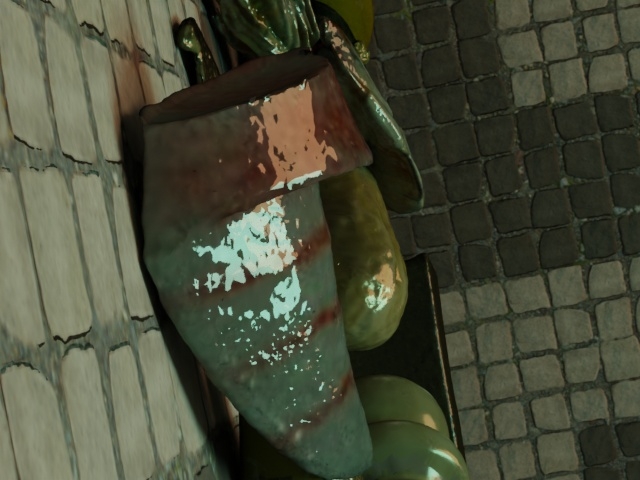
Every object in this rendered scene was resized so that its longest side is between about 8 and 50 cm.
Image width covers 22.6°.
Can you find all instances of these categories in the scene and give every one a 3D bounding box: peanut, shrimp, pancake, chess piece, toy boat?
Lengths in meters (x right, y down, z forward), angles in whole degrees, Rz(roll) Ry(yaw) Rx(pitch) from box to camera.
[{"bbox_3d":[0.000,0.000,1.359,0.129,0.129,0.224,73,3,-52],"label":"peanut"},{"bbox_3d":[-0.006,-0.152,1.400,0.247,0.085,0.360,40,-13,52],"label":"shrimp"},{"bbox_3d":[-0.079,-0.070,1.234,0.184,0.020,0.190,72,7,-59],"label":"pancake"},{"bbox_3d":[0.068,0.236,1.425,0.330,0.182,0.182,-103,180,-62],"label":"chess piece"},{"bbox_3d":[-0.026,0.038,0.996,0.206,0.096,0.282,-35,120,-49],"label":"toy boat"}]

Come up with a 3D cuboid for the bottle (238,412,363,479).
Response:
[{"bbox_3d":[-0.018,0.144,1.087,0.083,0.083,0.270,-85,161,-73],"label":"bottle"}]

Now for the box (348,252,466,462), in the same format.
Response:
[{"bbox_3d":[0.081,0.163,1.847,0.184,0.143,0.273,49,32,-80],"label":"box"}]

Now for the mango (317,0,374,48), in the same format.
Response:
[{"bbox_3d":[-0.017,-0.269,1.699,0.237,0.137,0.091,72,19,-51],"label":"mango"}]

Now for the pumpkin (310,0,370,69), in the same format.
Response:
[{"bbox_3d":[-0.010,-0.164,1.623,0.167,0.125,0.167,-1,90,-82],"label":"pumpkin"}]
